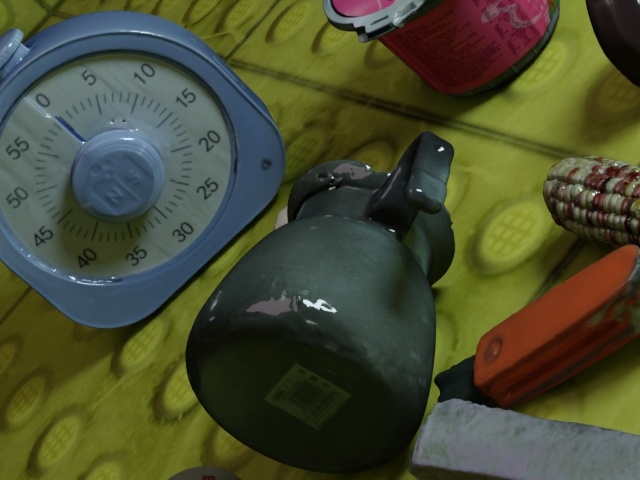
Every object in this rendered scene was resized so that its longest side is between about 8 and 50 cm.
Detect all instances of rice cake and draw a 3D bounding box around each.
[{"bbox_3d":[0.200,0.177,1.032,0.365,0.056,0.072,1,54,53],"label":"rice cake"}]

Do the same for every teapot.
[{"bbox_3d":[0.017,0.023,1.253,0.223,0.305,0.285,10,45,16],"label":"teapot"}]

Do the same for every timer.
[{"bbox_3d":[-0.267,-0.106,1.674,0.395,0.395,0.173,-42,25,7],"label":"timer"}]

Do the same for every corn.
[{"bbox_3d":[0.286,-0.025,1.159,0.079,0.079,0.237,-53,32,-13],"label":"corn"}]

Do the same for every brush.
[{"bbox_3d":[0.218,0.070,1.129,0.323,0.051,0.070,-38,22,37],"label":"brush"}]

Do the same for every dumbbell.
[{"bbox_3d":[0.369,-0.240,1.251,0.225,0.140,0.124,-21,48,39],"label":"dumbbell"}]

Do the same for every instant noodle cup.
[{"bbox_3d":[0.155,-0.281,1.539,0.258,0.181,0.302,-8,47,48],"label":"instant noodle cup"}]

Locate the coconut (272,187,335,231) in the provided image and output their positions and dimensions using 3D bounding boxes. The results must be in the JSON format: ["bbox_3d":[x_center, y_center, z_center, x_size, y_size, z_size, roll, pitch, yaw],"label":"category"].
[{"bbox_3d":[0.000,0.000,1.473,0.124,0.110,0.110,-46,28,-15],"label":"coconut"}]

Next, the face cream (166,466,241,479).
[{"bbox_3d":[-0.097,0.308,1.217,0.096,0.096,0.214,-40,30,12],"label":"face cream"}]
